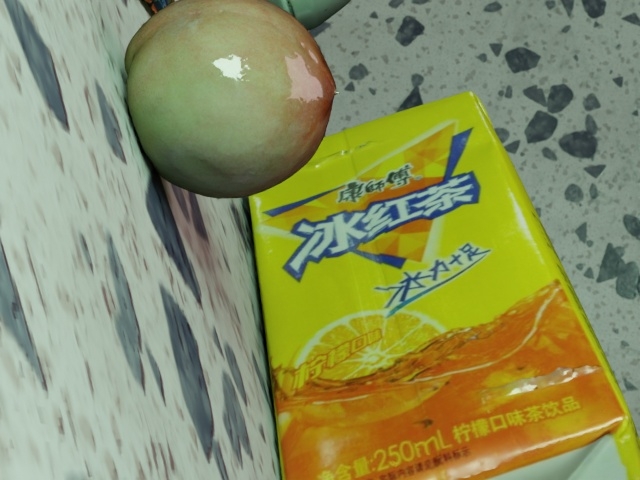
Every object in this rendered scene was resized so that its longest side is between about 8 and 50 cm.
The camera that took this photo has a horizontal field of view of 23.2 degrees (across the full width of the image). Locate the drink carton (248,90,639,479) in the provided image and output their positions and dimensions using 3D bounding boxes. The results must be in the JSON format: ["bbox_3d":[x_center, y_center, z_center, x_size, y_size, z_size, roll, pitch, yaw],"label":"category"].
[{"bbox_3d":[0.056,0.054,0.799,0.351,0.155,0.111,-102,173,-62],"label":"drink carton"}]

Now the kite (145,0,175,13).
[{"bbox_3d":[-0.097,-0.187,0.772,0.321,0.016,0.234,-104,175,-51],"label":"kite"}]

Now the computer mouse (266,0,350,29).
[{"bbox_3d":[-0.049,-0.223,1.133,0.288,0.097,0.159,-147,-145,-77],"label":"computer mouse"}]

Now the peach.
[{"bbox_3d":[-0.035,-0.056,0.594,0.083,0.083,0.083,-18,90,-87],"label":"peach"}]
